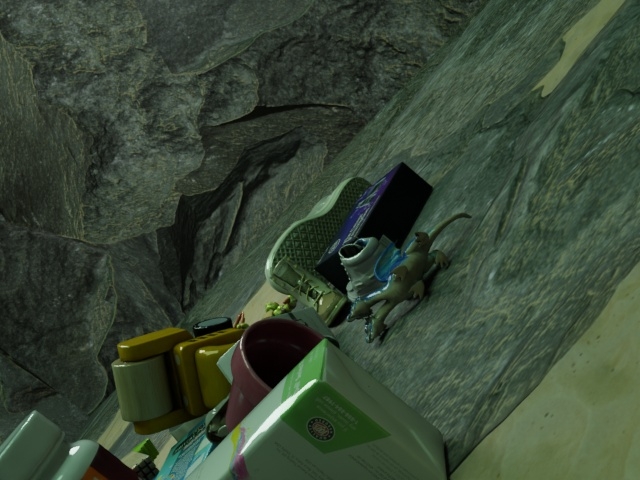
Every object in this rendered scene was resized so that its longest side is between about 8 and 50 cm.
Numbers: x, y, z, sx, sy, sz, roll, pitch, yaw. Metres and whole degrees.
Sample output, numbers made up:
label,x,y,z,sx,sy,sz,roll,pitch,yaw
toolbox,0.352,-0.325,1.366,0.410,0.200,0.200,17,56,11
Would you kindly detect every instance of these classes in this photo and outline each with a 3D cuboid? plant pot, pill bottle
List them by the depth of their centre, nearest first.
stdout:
label,x,y,z,sx,sy,sz,roll,pitch,yaw
pill bottle,-0.369,0.467,1.511,0.224,0.392,0.224,-48,10,12
plant pot,-0.075,0.267,1.618,0.180,0.201,0.201,-63,1,33

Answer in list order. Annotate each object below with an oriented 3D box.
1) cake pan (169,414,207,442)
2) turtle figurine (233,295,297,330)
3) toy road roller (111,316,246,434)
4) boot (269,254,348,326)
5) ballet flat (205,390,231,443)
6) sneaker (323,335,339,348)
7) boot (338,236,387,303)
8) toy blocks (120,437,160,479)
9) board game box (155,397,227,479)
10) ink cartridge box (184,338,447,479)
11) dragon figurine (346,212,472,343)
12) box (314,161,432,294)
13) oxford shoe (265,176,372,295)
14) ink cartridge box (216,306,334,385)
label,x,y,z,sx,sy,sz,roll,pitch,yaw
cake pan,-0.286,0.402,2.385,0.293,0.054,0.293,-47,11,12
turtle figurine,-0.137,0.224,2.296,0.269,0.087,0.217,-33,24,31
toy road roller,-0.269,0.297,2.058,0.329,0.203,0.240,-15,8,-33
boot,-0.030,0.105,2.033,0.077,0.165,0.213,-51,8,-4
ballet flat,-0.146,0.309,1.751,0.213,0.072,0.068,-49,23,27
sneaker,-0.043,0.253,1.792,0.211,0.080,0.081,-46,12,17
boot,0.087,0.051,1.845,0.095,0.123,0.258,-54,11,-23
toy blocks,-0.472,0.603,2.071,0.381,0.191,0.261,-36,10,-27
board game box,-0.255,0.483,1.866,0.254,0.079,0.336,-44,11,29
ink cartridge box,-0.039,0.319,1.149,0.353,0.207,0.119,-46,12,16
dragon figurine,0.152,0.050,1.674,0.289,0.085,0.144,-56,12,-25
box,0.119,-0.028,2.083,0.184,0.103,0.261,-42,12,50
oxford shoe,0.000,0.000,2.318,0.130,0.169,0.449,-35,10,45
ink cartridge box,-0.087,0.218,1.865,0.148,0.086,0.203,-45,-16,24
